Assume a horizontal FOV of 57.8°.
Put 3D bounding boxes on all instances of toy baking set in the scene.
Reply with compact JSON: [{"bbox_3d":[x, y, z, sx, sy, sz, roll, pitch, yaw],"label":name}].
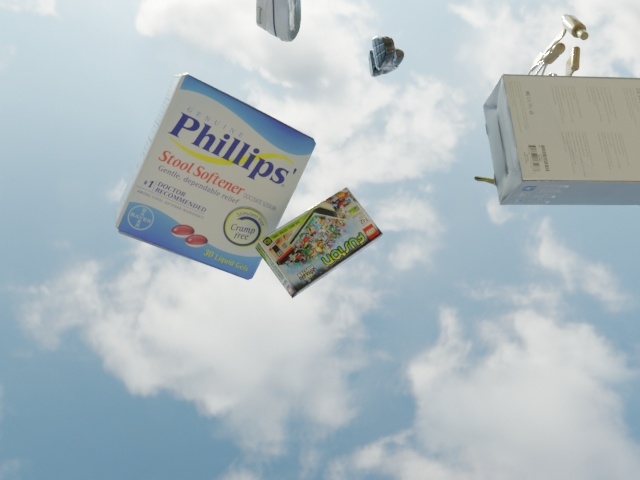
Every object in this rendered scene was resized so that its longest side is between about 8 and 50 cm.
[{"bbox_3d":[0.513,-0.403,1.285,0.030,0.197,0.256,18,-142,-6],"label":"toy baking set"}]

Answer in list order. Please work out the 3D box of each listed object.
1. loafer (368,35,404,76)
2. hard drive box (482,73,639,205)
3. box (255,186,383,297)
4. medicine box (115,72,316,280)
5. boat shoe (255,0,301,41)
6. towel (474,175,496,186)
[{"bbox_3d":[0.130,-0.358,1.113,0.061,0.170,0.062,-9,-83,0],"label":"loafer"},{"bbox_3d":[0.382,-0.150,0.875,0.232,0.089,0.181,0,-111,-6],"label":"hard drive box"},{"bbox_3d":[0.000,0.000,1.032,0.207,0.036,0.114,-33,-99,-27],"label":"box"},{"bbox_3d":[-0.196,-0.116,1.065,0.263,0.149,0.289,23,-83,-23],"label":"medicine box"},{"bbox_3d":[-0.071,-0.386,0.836,0.075,0.226,0.083,19,-123,8],"label":"boat shoe"},{"bbox_3d":[0.320,-0.103,1.043,0.083,0.060,0.010,7,-83,-44],"label":"towel"}]
